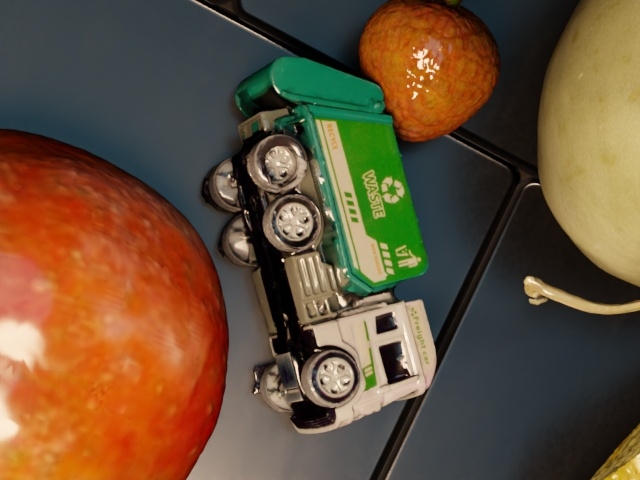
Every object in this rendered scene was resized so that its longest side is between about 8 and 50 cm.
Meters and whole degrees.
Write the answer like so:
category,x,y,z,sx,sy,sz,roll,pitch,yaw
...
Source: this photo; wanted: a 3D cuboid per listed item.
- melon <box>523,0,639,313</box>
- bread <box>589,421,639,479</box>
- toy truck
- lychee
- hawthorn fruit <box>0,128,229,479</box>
category,x,y,z,sx,sy,sz,roll,pitch,yaw
melon,0.280,-0.093,1.284,0.272,0.272,0.308,7,88,-10
bread,0.300,0.139,1.302,0.124,0.186,0.257,46,71,0
toy truck,0.000,0.000,1.297,0.124,0.114,0.253,-15,88,-23
lychee,0.081,-0.139,1.328,0.114,0.101,0.140,12,81,-48
hawthorn fruit,-0.194,0.072,1.175,0.284,0.284,0.284,1,85,-11
